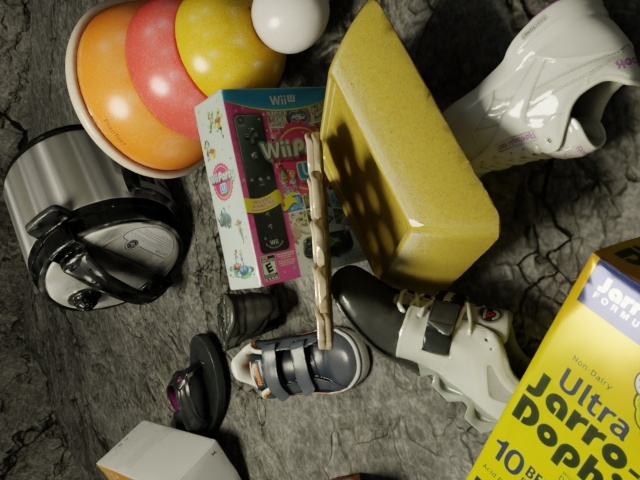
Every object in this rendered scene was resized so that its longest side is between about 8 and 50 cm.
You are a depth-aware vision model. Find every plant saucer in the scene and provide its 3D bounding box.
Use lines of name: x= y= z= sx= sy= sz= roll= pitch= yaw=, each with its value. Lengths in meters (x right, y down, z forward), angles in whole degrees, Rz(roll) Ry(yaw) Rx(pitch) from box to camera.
plant saucer: x=0.083 y=-0.086 z=0.848 sx=0.332 sy=0.081 sz=0.332 roll=104 pitch=143 yaw=-69

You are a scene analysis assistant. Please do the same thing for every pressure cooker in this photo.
pressure cooker: x=-0.539 y=-0.025 z=1.533 sx=0.420 sy=0.370 sz=0.375 roll=58 pitch=142 yaw=29

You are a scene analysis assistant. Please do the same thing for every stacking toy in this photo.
stacking toy: x=-0.174 y=-0.317 z=1.091 sx=0.480 sy=0.351 sz=0.350 roll=-10 pitch=92 yaw=38

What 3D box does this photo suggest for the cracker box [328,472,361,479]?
cracker box: x=0.065 y=0.531 z=1.075 sx=0.155 sy=0.067 sz=0.232 roll=76 pitch=-179 yaw=-74

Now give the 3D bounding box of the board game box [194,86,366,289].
board game box: x=-0.060 y=-0.090 z=1.026 sx=0.098 sy=0.224 sz=0.303 roll=-13 pitch=90 yaw=53

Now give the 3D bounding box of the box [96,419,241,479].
box: x=-0.365 y=0.605 z=1.561 sx=0.345 sy=0.168 sz=0.215 roll=-6 pitch=117 yaw=46

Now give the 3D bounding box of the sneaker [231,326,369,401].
sneaker: x=-0.049 y=0.239 z=1.182 sx=0.321 sy=0.128 sz=0.126 roll=-19 pitch=83 yaw=51

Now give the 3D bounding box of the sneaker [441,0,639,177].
sneaker: x=0.232 y=-0.130 z=0.735 sx=0.305 sy=0.114 sz=0.152 roll=-52 pitch=58 yaw=45

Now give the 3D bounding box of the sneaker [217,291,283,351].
sneaker: x=-0.148 y=0.167 z=1.302 sx=0.286 sy=0.130 sz=0.109 roll=140 pitch=122 yaw=-73

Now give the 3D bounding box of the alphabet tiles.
alphabet tiles: x=0.000 y=0.000 z=0.860 sx=0.278 sy=0.021 sz=0.283 roll=-44 pitch=-49 yaw=-87

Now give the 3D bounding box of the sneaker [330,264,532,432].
sneaker: x=0.171 y=0.115 z=0.822 sx=0.331 sy=0.122 sz=0.146 roll=36 pitch=121 yaw=-1

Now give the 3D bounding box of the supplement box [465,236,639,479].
supplement box: x=0.325 y=0.190 z=0.637 sx=0.194 sy=0.195 sz=0.356 roll=42 pitch=129 yaw=37

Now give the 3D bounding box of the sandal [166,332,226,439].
sandal: x=-0.331 y=0.433 z=1.599 sx=0.167 sy=0.107 sz=0.445 roll=42 pitch=131 yaw=38
